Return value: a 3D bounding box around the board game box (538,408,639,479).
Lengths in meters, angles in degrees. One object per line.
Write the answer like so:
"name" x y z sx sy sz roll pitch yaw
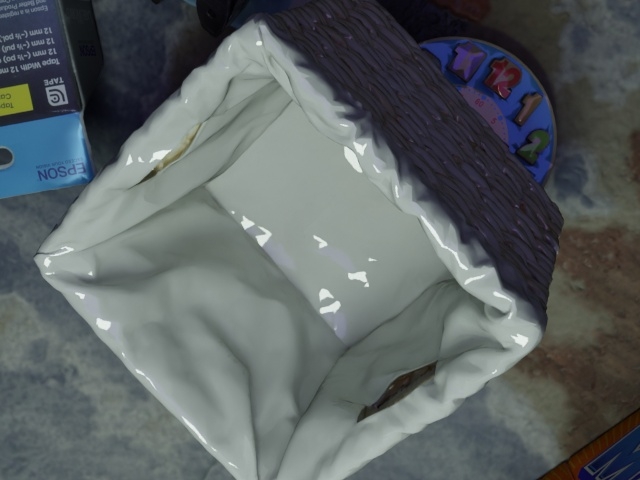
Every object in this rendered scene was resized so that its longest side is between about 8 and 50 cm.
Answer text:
"board game box" 0.359 0.398 0.928 0.356 0.356 0.356 -37 94 8

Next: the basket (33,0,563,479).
"basket" 0.000 0.000 0.907 0.331 0.266 0.328 48 121 -1

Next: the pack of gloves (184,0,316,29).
"pack of gloves" -0.029 -0.288 1.037 0.232 0.046 0.195 30 85 1

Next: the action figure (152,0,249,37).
"action figure" -0.043 -0.324 0.971 0.185 0.099 0.285 39 71 8

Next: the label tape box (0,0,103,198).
"label tape box" -0.365 -0.215 1.032 0.249 0.115 0.347 -10 101 6

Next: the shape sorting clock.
"shape sorting clock" 0.133 -0.101 1.018 0.206 0.040 0.206 0 92 1
